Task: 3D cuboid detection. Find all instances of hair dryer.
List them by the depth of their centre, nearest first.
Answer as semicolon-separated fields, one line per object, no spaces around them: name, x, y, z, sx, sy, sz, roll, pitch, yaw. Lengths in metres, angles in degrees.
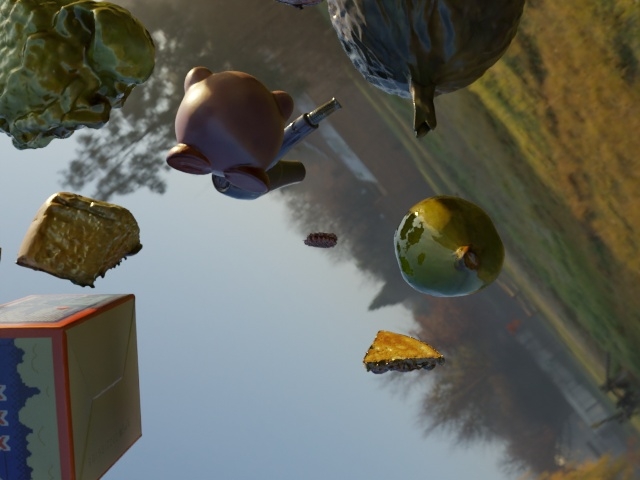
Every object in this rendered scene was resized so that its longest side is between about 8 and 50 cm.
hair dryer;-0.067;-0.225;1.777;0.301;0.361;0.121;-13;-108;-53

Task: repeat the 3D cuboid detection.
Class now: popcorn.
popcorn;-0.367;-0.227;0.975;0.286;0.225;0.174;26;-176;28

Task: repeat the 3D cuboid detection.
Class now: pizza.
pizza;0.162;0.271;1.691;0.193;0.053;0.201;-9;-160;-32

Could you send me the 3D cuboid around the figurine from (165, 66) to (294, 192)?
figurine;-0.138;-0.177;1.124;0.173;0.173;0.173;49;-173;-8

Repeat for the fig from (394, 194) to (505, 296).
fig;0.169;0.010;0.960;0.153;0.135;0.121;21;180;38

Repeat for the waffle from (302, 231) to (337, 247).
waffle;0.000;0.000;1.763;0.075;0.083;0.029;135;138;-67

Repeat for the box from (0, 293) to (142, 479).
box;-0.520;0.279;1.378;0.348;0.257;0.318;-48;-42;-82

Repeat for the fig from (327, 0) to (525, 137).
fig;0.129;-0.280;0.996;0.286;0.286;0.368;45;-138;-33

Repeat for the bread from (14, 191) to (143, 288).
bread;-0.505;-0.019;1.533;0.204;0.162;0.262;14;-159;4

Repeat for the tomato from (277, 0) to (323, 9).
tomato;-0.030;-0.606;1.522;0.228;0.199;0.112;88;171;-62
